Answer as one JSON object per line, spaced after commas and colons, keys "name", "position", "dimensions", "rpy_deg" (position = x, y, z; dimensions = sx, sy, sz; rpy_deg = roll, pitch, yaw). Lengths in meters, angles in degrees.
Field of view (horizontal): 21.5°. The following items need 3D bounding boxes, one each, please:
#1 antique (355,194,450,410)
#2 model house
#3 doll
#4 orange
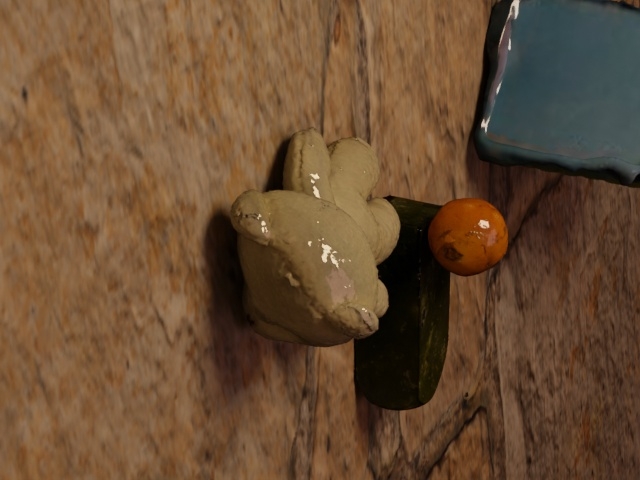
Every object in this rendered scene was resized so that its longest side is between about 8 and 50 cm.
{"name": "antique", "position": [0.086, 0.071, 1.794], "dimensions": [0.080, 0.081, 0.221], "rpy_deg": [-32, 127, -54]}
{"name": "model house", "position": [0.347, -0.172, 2.069], "dimensions": [0.303, 0.237, 0.216], "rpy_deg": [9, 93, -66]}
{"name": "doll", "position": [0.001, 0.004, 1.585], "dimensions": [0.149, 0.175, 0.278], "rpy_deg": [-50, 178, 29]}
{"name": "orange", "position": [0.150, -0.005, 1.713], "dimensions": [0.083, 0.083, 0.084], "rpy_deg": [-31, 126, -57]}
